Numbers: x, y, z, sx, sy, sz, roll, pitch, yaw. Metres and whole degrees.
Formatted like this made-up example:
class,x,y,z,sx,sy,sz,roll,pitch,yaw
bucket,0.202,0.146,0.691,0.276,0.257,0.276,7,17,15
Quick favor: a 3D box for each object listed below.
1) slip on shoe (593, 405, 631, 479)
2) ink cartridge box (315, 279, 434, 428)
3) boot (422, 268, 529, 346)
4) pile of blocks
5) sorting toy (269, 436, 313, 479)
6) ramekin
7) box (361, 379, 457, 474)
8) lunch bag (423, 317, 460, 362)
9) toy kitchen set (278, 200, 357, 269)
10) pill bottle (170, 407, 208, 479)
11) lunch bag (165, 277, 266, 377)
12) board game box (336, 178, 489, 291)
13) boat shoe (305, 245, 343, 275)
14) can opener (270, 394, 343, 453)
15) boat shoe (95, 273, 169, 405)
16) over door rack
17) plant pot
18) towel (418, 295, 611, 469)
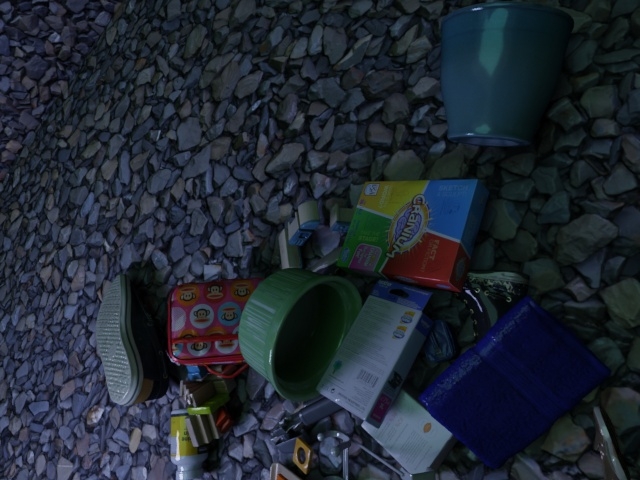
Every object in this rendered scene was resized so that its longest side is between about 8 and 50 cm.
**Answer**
class,x,y,z,sx,sy,sz,roll,pitch,yaw
slip on shoe,0.531,0.381,0.908,0.041,0.051,0.135,-26,71,36
ink cartridge box,0.133,0.243,1.110,0.186,0.065,0.311,11,67,55
boot,0.332,0.155,1.066,0.236,0.085,0.178,-2,79,32
pile of blocks,-0.296,0.375,1.352,0.113,0.149,0.362,-14,70,28
sorting toy,-0.079,0.651,1.163,0.196,0.047,0.347,-3,81,54
ramekin,-0.049,0.211,1.162,0.148,0.303,0.303,18,87,42
box,0.202,0.412,1.072,0.170,0.091,0.130,37,97,33
lunch bag,0.267,0.224,1.096,0.067,0.065,0.098,-26,66,24
toy kitchen set,0.000,0.000,1.318,0.207,0.166,0.122,130,138,-54
pill bottle,-0.369,0.569,1.373,0.103,0.103,0.184,-15,70,28
lunch bag,-0.260,0.239,1.316,0.293,0.120,0.258,-4,68,-5
board game box,0.207,-0.022,1.138,0.316,0.064,0.242,5,70,45
boat shoe,0.018,0.084,1.302,0.206,0.075,0.065,-33,106,15
can opener,-0.007,0.444,1.219,0.283,0.076,0.095,-33,95,20
boat shoe,-0.602,0.309,1.560,0.187,0.156,0.500,-50,46,17
over door rack,0.093,0.556,1.015,0.324,0.108,0.239,-6,84,55
plant pot,0.384,-0.341,1.069,0.272,0.272,0.255,11,98,33
towel,0.377,0.281,0.965,0.227,0.076,0.308,43,100,-3
